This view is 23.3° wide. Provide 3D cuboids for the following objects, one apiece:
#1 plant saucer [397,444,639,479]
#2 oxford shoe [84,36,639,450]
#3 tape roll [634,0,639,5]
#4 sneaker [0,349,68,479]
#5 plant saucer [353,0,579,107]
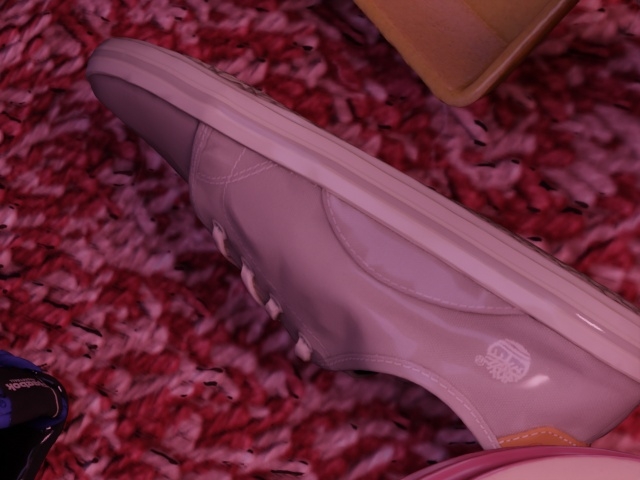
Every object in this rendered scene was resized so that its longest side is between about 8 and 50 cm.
[{"bbox_3d":[0.134,0.222,0.699,0.332,0.332,0.084,56,151,32],"label":"plant saucer"},{"bbox_3d":[0.000,0.000,0.942,0.449,0.169,0.130,33,97,31],"label":"oxford shoe"},{"bbox_3d":[0.287,-0.061,0.620,0.392,0.392,0.072,33,96,36],"label":"tape roll"},{"bbox_3d":[-0.277,0.101,1.134,0.182,0.127,0.316,-24,71,23],"label":"sneaker"},{"bbox_3d":[0.127,-0.289,0.989,0.333,0.081,0.333,-47,55,14],"label":"plant saucer"}]
